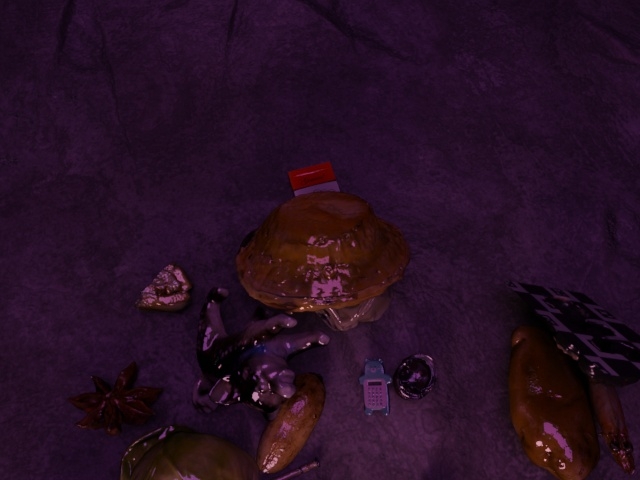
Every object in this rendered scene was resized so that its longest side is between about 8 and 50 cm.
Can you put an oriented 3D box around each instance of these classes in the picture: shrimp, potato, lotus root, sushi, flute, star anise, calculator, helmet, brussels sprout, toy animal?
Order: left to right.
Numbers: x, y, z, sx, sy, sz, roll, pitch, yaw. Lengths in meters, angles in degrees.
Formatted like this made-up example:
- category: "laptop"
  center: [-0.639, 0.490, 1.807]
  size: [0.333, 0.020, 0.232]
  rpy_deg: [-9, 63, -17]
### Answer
- category: "star anise"
  center: [-0.489, 0.394, 1.169]
  size: [0.213, 0.111, 0.196]
  rpy_deg: [11, 42, 35]
- category: "brussels sprout"
  center: [-0.287, 0.522, 1.042]
  size: [0.295, 0.259, 0.226]
  rpy_deg: [21, 77, -13]
- category: "toy animal"
  center: [-0.168, 0.299, 1.127]
  size: [0.345, 0.194, 0.302]
  rpy_deg: [13, 76, 51]
- category: "flute"
  center: [-0.112, 0.574, 1.148]
  size: [0.233, 0.027, 0.027]
  rpy_deg: [-21, 69, -9]
- category: "lotus root"
  center: [-0.068, 0.438, 1.171]
  size: [0.110, 0.097, 0.258]
  rpy_deg: [27, 73, 6]
- category: "calculator"
  center: [0.140, 0.368, 1.224]
  size: [0.094, 0.019, 0.141]
  rpy_deg: [-11, 70, 28]
- category: "helmet"
  center: [0.234, 0.349, 1.228]
  size: [0.098, 0.070, 0.123]
  rpy_deg: [42, 63, 8]
- category: "potato"
  center: [0.551, 0.385, 1.177]
  size: [0.196, 0.176, 0.368]
  rpy_deg: [-5, 58, 8]
- category: "sushi"
  center: [0.634, 0.248, 1.174]
  size: [0.297, 0.099, 0.373]
  rpy_deg: [10, 23, -20]
- category: "shrimp"
  center: [0.676, 0.412, 1.140]
  size: [0.062, 0.153, 0.294]
  rpy_deg: [-12, 32, 22]

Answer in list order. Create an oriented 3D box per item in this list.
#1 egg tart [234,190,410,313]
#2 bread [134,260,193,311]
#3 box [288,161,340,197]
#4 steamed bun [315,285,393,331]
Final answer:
- category: "egg tart"
  center: [0.000, 0.000, 1.180]
  size: [0.444, 0.178, 0.443]
  rpy_deg: [-4, 29, 2]
- category: "bread"
  center: [-0.401, 0.148, 1.286]
  size: [0.110, 0.103, 0.156]
  rpy_deg: [39, 76, 1]
- category: "box"
  center: [-0.001, -0.111, 1.433]
  size: [0.139, 0.035, 0.245]
  rpy_deg: [-16, 69, -7]
- category: "steamed bun"
  center: [0.073, 0.127, 1.276]
  size: [0.211, 0.144, 0.218]
  rpy_deg: [-42, 74, -16]
